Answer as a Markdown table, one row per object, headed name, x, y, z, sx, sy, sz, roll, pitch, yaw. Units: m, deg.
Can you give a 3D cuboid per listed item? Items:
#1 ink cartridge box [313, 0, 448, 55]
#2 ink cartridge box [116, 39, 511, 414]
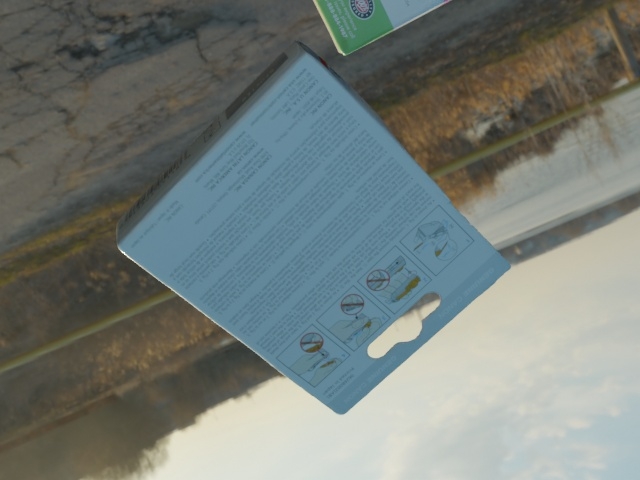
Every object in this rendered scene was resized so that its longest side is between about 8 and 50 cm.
| name | x | y | z | sx | sy | sz | roll | pitch | yaw |
| --- | --- | --- | --- | --- | --- | --- | --- | --- | --- |
| ink cartridge box | 0.137 | -0.399 | 0.890 | 0.353 | 0.207 | 0.119 | -26 | -167 | 7 |
| ink cartridge box | 0.000 | 0.000 | 0.421 | 0.145 | 0.179 | 0.045 | -44 | -153 | 10 |
